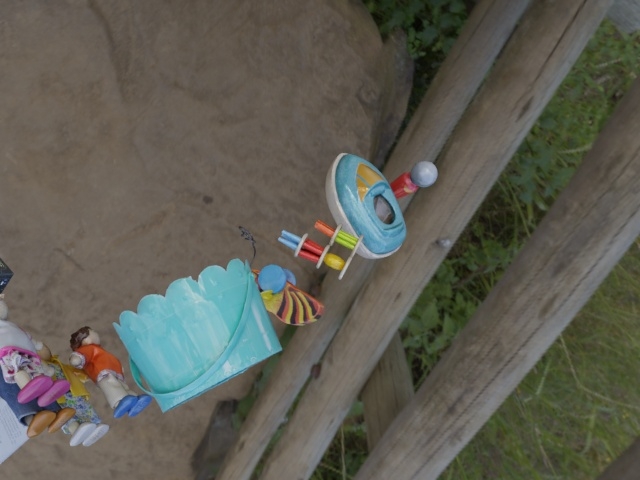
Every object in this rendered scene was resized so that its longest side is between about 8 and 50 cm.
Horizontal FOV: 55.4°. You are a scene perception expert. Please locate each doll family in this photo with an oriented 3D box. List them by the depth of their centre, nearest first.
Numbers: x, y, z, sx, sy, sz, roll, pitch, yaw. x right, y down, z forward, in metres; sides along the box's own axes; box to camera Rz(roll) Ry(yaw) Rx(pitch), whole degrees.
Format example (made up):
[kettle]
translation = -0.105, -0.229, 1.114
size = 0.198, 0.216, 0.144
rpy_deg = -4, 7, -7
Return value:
[doll family]
translation = -0.328, 0.152, 0.694
size = 0.118, 0.163, 0.263
rpy_deg = -46, 155, -5

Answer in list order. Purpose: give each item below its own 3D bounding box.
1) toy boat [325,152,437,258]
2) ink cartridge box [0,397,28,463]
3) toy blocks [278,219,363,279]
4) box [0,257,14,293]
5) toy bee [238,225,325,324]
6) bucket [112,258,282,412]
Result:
[toy boat]
translation = 0.156, -0.113, 1.477
size = 0.148, 0.318, 0.267
rpy_deg = -29, 90, 45
[ink cartridge box]
translation = -0.788, 0.383, 1.336
size = 0.310, 0.272, 0.130
rpy_deg = 2, 116, 26
[toy blocks]
translation = 0.000, 0.000, 1.235
size = 0.148, 0.123, 0.054
rpy_deg = 28, 137, 3
[box]
translation = -0.481, 0.058, 0.844
size = 0.062, 0.052, 0.083
rpy_deg = 40, 101, 19
[toy bee]
translation = -0.138, 0.129, 1.534
size = 0.162, 0.298, 0.195
rpy_deg = -49, 140, 3
[bucket]
translation = -0.216, 0.175, 1.111
size = 0.281, 0.281, 0.183
rpy_deg = -31, 81, 12
